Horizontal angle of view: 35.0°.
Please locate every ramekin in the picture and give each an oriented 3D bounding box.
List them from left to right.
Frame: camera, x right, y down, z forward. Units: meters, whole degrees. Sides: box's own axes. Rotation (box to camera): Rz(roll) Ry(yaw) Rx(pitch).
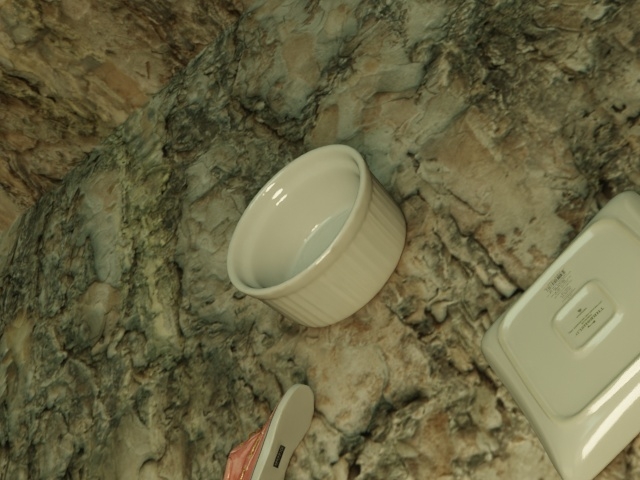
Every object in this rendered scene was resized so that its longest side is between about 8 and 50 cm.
[{"bbox_3d":[0.000,0.000,1.567,0.277,0.135,0.277,-32,35,26],"label":"ramekin"}]

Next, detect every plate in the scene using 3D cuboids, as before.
[{"bbox_3d":[0.310,0.094,1.144,0.277,0.045,0.278,-50,29,14],"label":"plate"}]

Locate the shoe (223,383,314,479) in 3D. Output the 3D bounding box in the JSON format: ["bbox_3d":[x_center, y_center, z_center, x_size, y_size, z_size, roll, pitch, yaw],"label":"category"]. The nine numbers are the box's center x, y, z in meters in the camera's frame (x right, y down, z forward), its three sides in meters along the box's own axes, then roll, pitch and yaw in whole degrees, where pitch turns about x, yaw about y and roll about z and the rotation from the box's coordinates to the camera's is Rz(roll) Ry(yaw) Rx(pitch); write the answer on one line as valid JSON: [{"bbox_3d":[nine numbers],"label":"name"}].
[{"bbox_3d":[-0.076,0.280,1.426,0.081,0.063,0.178,1,61,45],"label":"shoe"}]
